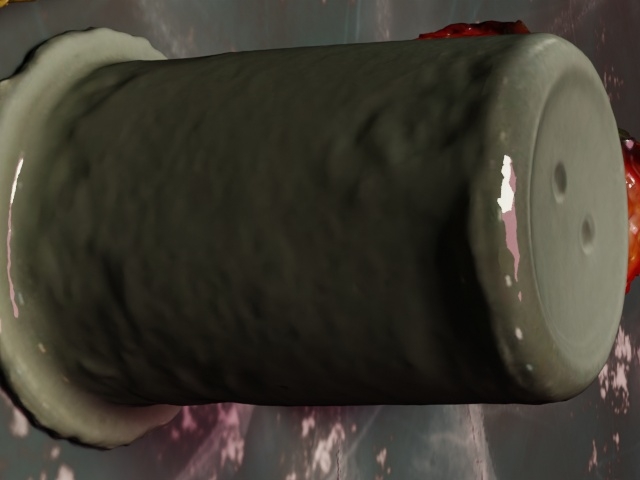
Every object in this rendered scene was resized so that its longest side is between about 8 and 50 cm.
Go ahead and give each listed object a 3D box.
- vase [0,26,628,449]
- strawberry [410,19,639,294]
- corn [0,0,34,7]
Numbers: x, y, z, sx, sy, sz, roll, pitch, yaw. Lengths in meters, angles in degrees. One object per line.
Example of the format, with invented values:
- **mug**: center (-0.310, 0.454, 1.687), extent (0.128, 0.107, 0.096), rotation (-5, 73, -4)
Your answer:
- **vase**: center (0.000, 0.000, 0.725), extent (0.245, 0.291, 0.245), rotation (-1, 92, -61)
- **strawberry**: center (0.090, -0.001, 0.976), extent (0.288, 0.250, 0.238), rotation (-52, 171, -20)
- **corn**: center (-0.157, -0.152, 0.643), extent (0.293, 0.106, 0.106), rotation (-33, 117, -56)
